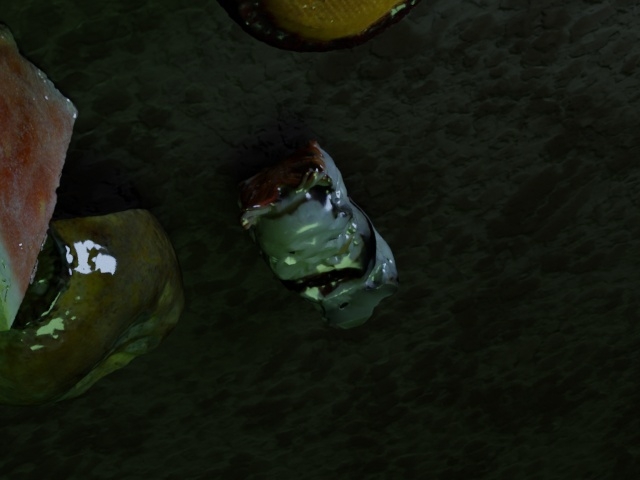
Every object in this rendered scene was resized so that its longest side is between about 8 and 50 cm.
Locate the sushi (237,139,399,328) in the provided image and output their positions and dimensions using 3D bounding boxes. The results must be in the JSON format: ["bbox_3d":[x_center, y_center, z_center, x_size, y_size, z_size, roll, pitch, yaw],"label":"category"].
[{"bbox_3d":[0.000,0.000,2.047,0.124,0.130,0.332,-30,144,5],"label":"sushi"}]

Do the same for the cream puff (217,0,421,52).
[{"bbox_3d":[-0.001,-0.287,1.672,0.239,0.165,0.239,-14,137,-13],"label":"cream puff"}]

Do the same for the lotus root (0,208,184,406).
[{"bbox_3d":[-0.262,0.071,1.890,0.267,0.149,0.260,-26,170,-6],"label":"lotus root"}]

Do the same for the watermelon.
[{"bbox_3d":[-0.331,-0.077,1.728,0.193,0.232,0.310,-27,99,4],"label":"watermelon"}]
